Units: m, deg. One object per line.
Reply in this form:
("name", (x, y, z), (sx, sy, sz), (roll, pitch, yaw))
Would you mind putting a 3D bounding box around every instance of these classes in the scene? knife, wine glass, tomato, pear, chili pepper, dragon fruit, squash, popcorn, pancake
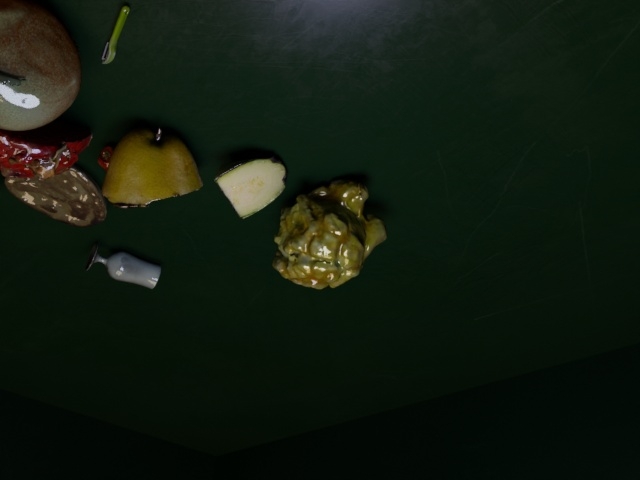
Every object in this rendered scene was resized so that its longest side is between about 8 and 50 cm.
("knife", (-0.454, -0.449, 1.284), (0.026, 0.022, 0.184), (41, 136, -6))
("wine glass", (-0.666, 0.090, 1.969), (0.231, 0.103, 0.103), (22, 140, -30))
("tomato", (-0.678, -0.372, 1.224), (0.303, 0.239, 0.303), (5, 147, 3))
("pear", (-0.445, -0.205, 1.502), (0.266, 0.267, 0.178), (-2, 111, 7))
("chili pepper", (-0.563, -0.201, 1.586), (0.070, 0.073, 0.123), (9, 149, 3))
("dragon fruit", (-0.720, -0.208, 1.392), (0.317, 0.205, 0.152), (10, 112, -33))
("squash", (-0.189, -0.177, 1.604), (0.184, 0.085, 0.192), (-30, 142, -3))
("popcorn", (0.005, -0.002, 1.649), (0.274, 0.279, 0.335), (39, 147, -13))
("pancake", (-0.767, -0.140, 1.710), (0.294, 0.049, 0.294), (4, 141, 3))
